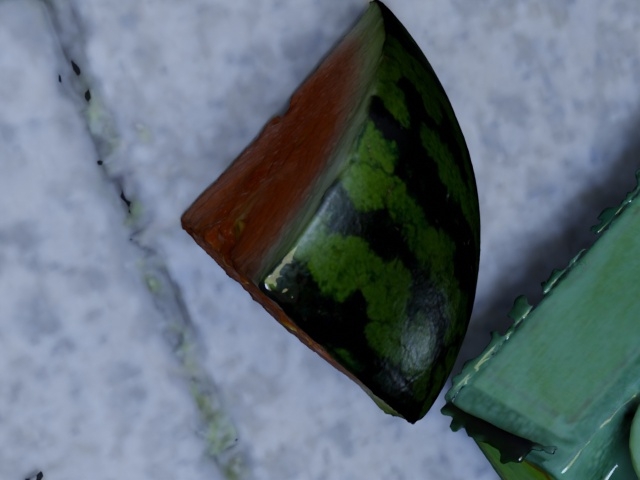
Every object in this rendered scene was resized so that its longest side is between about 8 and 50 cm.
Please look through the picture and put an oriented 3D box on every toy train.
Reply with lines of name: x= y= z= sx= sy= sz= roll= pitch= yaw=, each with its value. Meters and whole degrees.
toy train: x=0.200 y=0.059 z=0.791 sx=0.271 sy=0.188 sz=0.159 roll=-47 pitch=133 yaw=-13

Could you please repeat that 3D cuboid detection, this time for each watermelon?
watermelon: x=0.021 y=-0.001 z=0.745 sx=0.137 sy=0.145 sz=0.193 roll=-8 pitch=100 yaw=-16
